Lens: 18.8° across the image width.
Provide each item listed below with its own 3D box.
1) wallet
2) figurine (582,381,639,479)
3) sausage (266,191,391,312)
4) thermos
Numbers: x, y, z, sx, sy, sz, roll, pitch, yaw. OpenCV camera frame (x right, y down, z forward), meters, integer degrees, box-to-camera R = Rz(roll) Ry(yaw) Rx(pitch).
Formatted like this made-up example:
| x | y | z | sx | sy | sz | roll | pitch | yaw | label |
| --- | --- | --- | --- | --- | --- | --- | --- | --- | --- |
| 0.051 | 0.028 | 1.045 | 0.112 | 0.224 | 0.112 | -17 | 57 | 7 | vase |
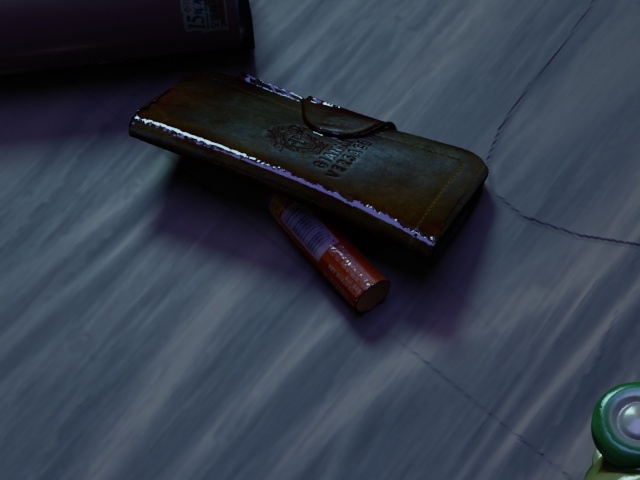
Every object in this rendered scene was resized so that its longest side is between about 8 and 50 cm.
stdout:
| x | y | z | sx | sy | sz | roll | pitch | yaw | label |
| --- | --- | --- | --- | --- | --- | --- | --- | --- | --- |
| -0.006 | -0.068 | 1.458 | 0.255 | 0.031 | 0.137 | 22 | 36 | 14 | wallet |
| 0.234 | 0.228 | 1.209 | 0.222 | 0.124 | 0.324 | 28 | 64 | 17 | figurine |
| 0.000 | 0.000 | 1.430 | 0.034 | 0.034 | 0.129 | -32 | 59 | -19 | sausage |
| -0.223 | -0.198 | 1.534 | 0.330 | 0.109 | 0.136 | -7 | 55 | -2 | thermos |
